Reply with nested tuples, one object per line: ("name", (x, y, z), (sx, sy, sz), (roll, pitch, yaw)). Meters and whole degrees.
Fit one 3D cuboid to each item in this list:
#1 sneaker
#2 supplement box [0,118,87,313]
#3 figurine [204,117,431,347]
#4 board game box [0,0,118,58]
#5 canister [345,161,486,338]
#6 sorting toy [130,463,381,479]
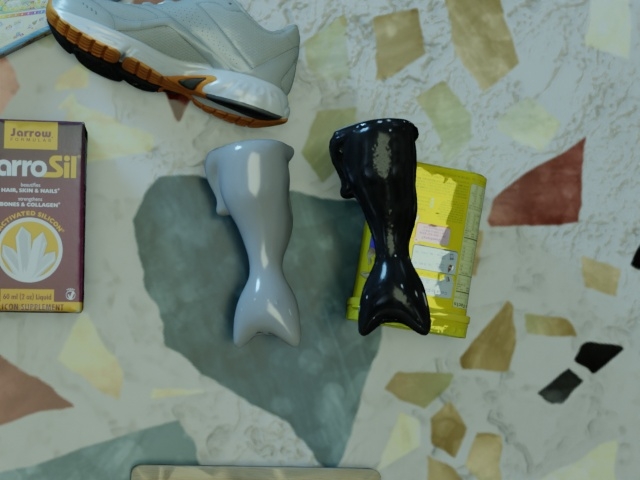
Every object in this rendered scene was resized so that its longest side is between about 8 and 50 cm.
("sneaker", (-0.143, -0.209, 1.371), (0.262, 0.099, 0.121), (20, 77, -16))
("supplement box", (-0.284, -0.023, 1.340), (0.104, 0.081, 0.188), (1, 88, -9))
("figurine", (0.000, 0.000, 1.343), (0.215, 0.092, 0.209), (-8, 82, 15))
("board game box", (-0.289, -0.260, 1.374), (0.154, 0.026, 0.103), (-27, 93, -9))
("canister", (0.101, 0.008, 1.406), (0.126, 0.073, 0.170), (10, 85, -7))
("sorting toy", (-0.062, 0.353, 1.347), (0.257, 0.089, 0.255), (2, 82, -9))
